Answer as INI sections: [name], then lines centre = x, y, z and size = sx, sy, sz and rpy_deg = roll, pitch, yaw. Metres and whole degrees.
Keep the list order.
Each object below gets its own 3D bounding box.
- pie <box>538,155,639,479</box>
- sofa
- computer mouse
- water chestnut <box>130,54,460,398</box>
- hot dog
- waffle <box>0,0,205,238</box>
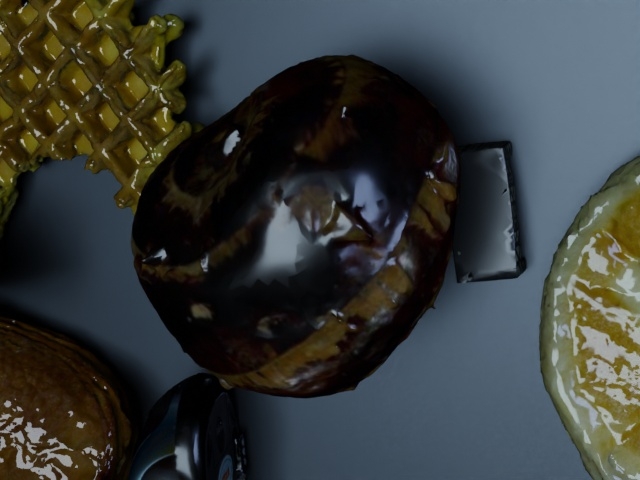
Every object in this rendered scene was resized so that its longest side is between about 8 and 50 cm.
[pie]
centre = 0.336, 0.080, 1.183
size = 0.339, 0.077, 0.339
rpy_deg = 6, 106, 20
[sofa]
centre = 0.142, -0.025, 1.249
size = 0.060, 0.039, 0.118
rpy_deg = -5, 99, 22
[computer mouse]
centre = -0.126, 0.239, 1.343
size = 0.096, 0.137, 0.233
rpy_deg = 0, 102, 16
[water chestnut]
centre = 0.000, 0.000, 1.201
size = 0.300, 0.300, 0.300
rpy_deg = 4, 102, 19
[hot dog]
centre = -0.310, 0.182, 1.408
size = 0.272, 0.122, 0.196
rpy_deg = 20, 104, 13
[waffle]
centre = -0.243, -0.125, 1.354
size = 0.293, 0.069, 0.260
rpy_deg = 0, 99, 23
